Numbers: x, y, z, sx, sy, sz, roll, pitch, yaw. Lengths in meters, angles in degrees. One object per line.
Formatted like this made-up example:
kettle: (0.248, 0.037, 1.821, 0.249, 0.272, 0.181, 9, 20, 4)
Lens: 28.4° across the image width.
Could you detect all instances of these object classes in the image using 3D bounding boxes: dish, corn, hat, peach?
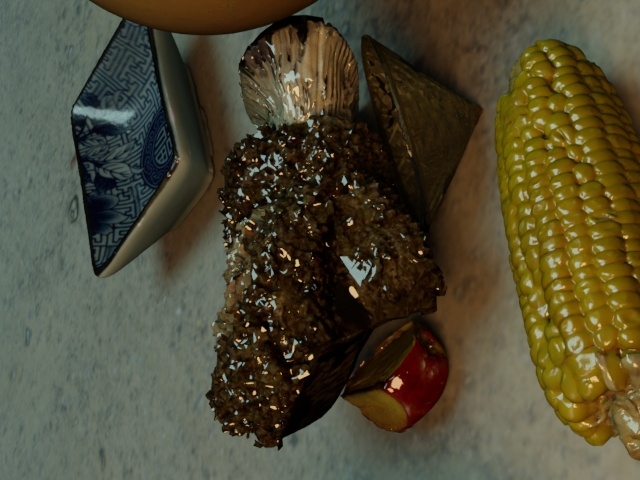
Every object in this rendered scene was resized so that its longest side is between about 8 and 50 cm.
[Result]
dish: (-0.167, -0.099, 1.253, 0.182, 0.080, 0.243, -51, 41, 36)
corn: (0.148, 0.000, 0.695, 0.097, 0.097, 0.262, -45, 42, 41)
hat: (0.080, -0.082, 0.874, 0.146, 0.067, 0.146, 163, 90, -89)
peach: (0.052, 0.098, 0.850, 0.083, 0.050, 0.077, -43, 14, 23)

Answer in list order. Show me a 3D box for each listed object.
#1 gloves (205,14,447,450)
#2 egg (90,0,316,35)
gloves: (-0.006, -0.003, 0.875, 0.210, 0.135, 0.312, 131, 147, -62)
egg: (-0.075, -0.314, 0.857, 0.301, 0.301, 0.374, -38, 31, 46)
